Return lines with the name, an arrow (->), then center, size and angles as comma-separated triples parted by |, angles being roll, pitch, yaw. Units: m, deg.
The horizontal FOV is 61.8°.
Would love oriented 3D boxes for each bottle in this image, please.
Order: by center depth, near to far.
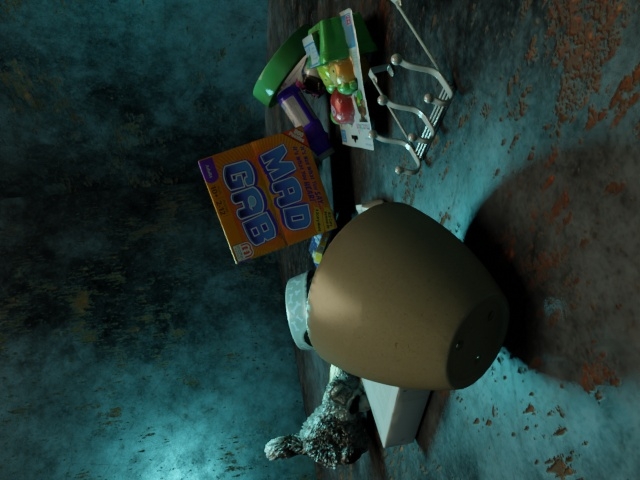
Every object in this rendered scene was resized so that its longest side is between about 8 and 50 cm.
bottle -> -0.049, -0.425, 1.952 | 0.283, 0.092, 0.118 | 57, -175, -5

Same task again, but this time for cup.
cup -> 0.175, 0.122, 0.920 | 0.237, 0.331, 0.331 | 26, 125, 45

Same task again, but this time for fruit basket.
fruit basket -> 0.058, -0.431, 1.485 | 0.327, 0.165, 0.353 | -132, 34, -71

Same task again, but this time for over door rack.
over door rack -> 0.163, -0.334, 1.139 | 0.239, 0.108, 0.324 | 106, 156, -60

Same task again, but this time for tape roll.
tape roll -> -0.117, -0.630, 1.944 | 0.321, 0.077, 0.321 | -51, 5, 6

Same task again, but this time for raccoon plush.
raccoon plush -> -0.024, 0.616, 1.854 | 0.216, 0.446, 0.299 | -86, -20, -77

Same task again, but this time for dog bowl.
dog bowl -> -0.054, 0.302, 2.262 | 0.349, 0.102, 0.348 | -12, -90, -79

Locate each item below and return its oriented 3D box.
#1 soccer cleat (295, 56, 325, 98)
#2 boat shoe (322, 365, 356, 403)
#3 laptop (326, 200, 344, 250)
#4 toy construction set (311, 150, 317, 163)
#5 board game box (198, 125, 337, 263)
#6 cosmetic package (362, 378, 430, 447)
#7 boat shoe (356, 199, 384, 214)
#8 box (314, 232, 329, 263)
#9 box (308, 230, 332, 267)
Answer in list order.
soccer cleat -> -0.013, -0.608, 1.939 | 0.331, 0.116, 0.143 | -135, 65, -79
boat shoe -> 0.078, 0.570, 1.991 | 0.089, 0.105, 0.285 | 11, 97, 56
laptop -> 0.099, 0.149, 1.955 | 0.408, 0.236, 0.382 | 48, 156, 19
toy construction set -> -0.146, -0.312, 2.283 | 0.237, 0.309, 0.257 | 104, 149, -48
board game box -> -0.185, -0.164, 1.889 | 0.356, 0.356, 0.356 | -135, 25, -81
cosmetic package -> 0.175, 0.317, 1.455 | 0.377, 0.097, 0.284 | -107, 18, -46
boat shoe -> 0.142, -0.076, 1.509 | 0.184, 0.066, 0.063 | -172, 63, -76
box -> 0.005, 0.030, 1.872 | 0.136, 0.028, 0.081 | 94, -165, -70
box -> 0.000, 0.000, 2.154 | 0.136, 0.036, 0.225 | -124, 47, -67
